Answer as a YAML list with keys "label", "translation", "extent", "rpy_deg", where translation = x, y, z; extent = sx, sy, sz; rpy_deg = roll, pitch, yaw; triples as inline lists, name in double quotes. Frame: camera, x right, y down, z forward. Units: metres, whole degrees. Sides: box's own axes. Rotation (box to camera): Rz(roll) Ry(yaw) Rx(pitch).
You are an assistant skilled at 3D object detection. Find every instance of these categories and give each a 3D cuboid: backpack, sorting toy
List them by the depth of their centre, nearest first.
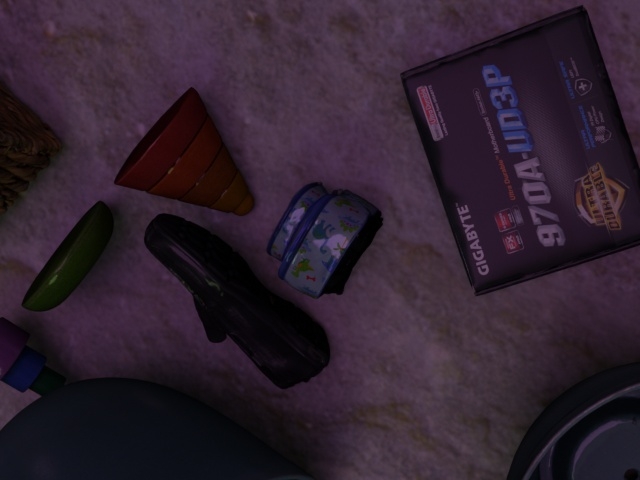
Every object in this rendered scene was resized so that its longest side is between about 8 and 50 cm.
- label: "backpack"
  translation: [0.000, 0.000, 0.717]
  extent: [0.084, 0.114, 0.105]
  rpy_deg: [31, 99, 5]
- label: "sorting toy"
  translation: [-0.196, 0.026, 0.769]
  extent: [0.126, 0.127, 0.365]
  rpy_deg: [38, 98, -20]

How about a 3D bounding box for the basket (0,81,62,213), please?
- label: "basket"
  translation: [-0.449, -0.113, 0.727]
  extent: [0.223, 0.213, 0.299]
  rpy_deg: [-45, 87, 9]

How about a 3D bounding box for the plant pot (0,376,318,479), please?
- label: "plant pot"
  translation: [-0.173, 0.261, 0.686]
  extent: [0.235, 0.293, 0.293]
  rpy_deg: [33, 100, 34]

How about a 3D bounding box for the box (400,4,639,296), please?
- label: "box"
  translation: [0.191, -0.080, 0.713]
  extent: [0.175, 0.051, 0.220]
  rpy_deg: [-18, 92, 10]

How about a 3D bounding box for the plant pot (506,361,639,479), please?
- label: "plant pot"
  translation: [0.287, 0.227, 0.648]
  extent: [0.292, 0.196, 0.293]
  rpy_deg: [1, 96, 5]

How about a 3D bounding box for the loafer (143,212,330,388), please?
- label: "loafer"
  translation: [-0.086, 0.065, 0.732]
  extent: [0.078, 0.076, 0.223]
  rpy_deg: [-41, 111, 16]
